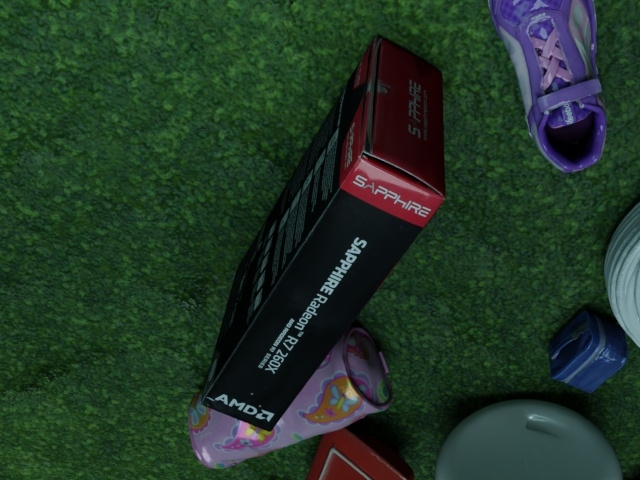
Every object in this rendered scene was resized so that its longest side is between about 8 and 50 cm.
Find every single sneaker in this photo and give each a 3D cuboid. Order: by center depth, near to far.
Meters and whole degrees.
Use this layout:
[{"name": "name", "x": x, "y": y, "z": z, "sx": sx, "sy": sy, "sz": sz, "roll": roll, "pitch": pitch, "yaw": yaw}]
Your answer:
[{"name": "sneaker", "x": 0.226, "y": -0.162, "z": 0.823, "sx": 0.095, "sy": 0.104, "sz": 0.236, "roll": -14, "pitch": 124, "yaw": 19}]

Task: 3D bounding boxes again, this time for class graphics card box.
[{"name": "graphics card box", "x": 0.000, "y": 0.000, "z": 0.898, "sx": 0.094, "sy": 0.233, "sz": 0.371, "roll": 25, "pitch": 126, "yaw": -13}]

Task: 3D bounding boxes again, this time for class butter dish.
[{"name": "butter dish", "x": 0.074, "y": 0.347, "z": 1.243, "sx": 0.160, "sy": 0.118, "sz": 0.160, "roll": 33, "pitch": 118, "yaw": 28}]

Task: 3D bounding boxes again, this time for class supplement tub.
[{"name": "supplement tub", "x": 0.290, "y": 0.404, "z": 1.179, "sx": 0.235, "sy": 0.235, "sz": 0.325, "roll": -6, "pitch": 127, "yaw": 11}]

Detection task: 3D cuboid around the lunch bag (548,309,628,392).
[{"name": "lunch bag", "x": 0.325, "y": 0.138, "z": 1.071, "sx": 0.065, "sy": 0.067, "sz": 0.098, "roll": 24, "pitch": 128, "yaw": -11}]

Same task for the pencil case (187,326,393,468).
[{"name": "pencil case", "x": -0.046, "y": 0.213, "z": 1.150, "sx": 0.284, "sy": 0.124, "sz": 0.124, "roll": -28, "pitch": 120, "yaw": 27}]

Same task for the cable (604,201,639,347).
[{"name": "cable", "x": 0.453, "y": 0.036, "z": 0.962, "sx": 0.257, "sy": 0.089, "sz": 0.257, "roll": -35, "pitch": 116, "yaw": 28}]
